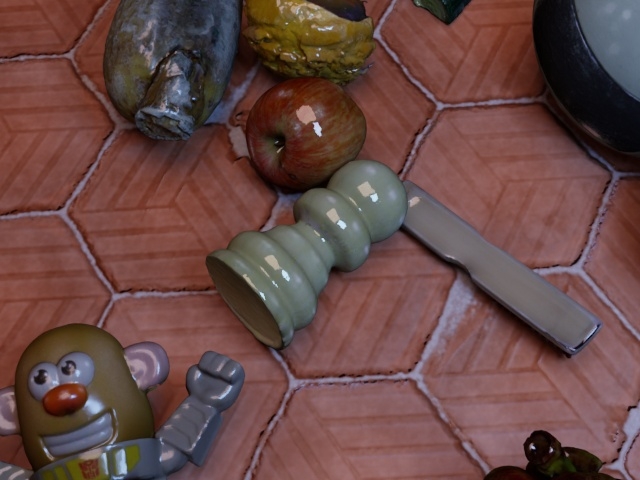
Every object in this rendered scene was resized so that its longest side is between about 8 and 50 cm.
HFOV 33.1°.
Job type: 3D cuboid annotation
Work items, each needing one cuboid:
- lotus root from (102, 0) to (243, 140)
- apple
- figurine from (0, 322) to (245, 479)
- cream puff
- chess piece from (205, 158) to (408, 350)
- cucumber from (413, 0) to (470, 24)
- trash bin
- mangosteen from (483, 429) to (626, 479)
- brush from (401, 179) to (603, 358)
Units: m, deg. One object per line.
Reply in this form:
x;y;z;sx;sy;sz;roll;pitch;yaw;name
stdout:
-0.190;-0.282;1.442;0.175;0.175;0.350;9;58;8;lotus root
-0.017;-0.138;1.371;0.146;0.146;0.131;40;48;20;apple
-0.250;0.228;1.175;0.342;0.167;0.285;-7;68;-25;figurine
-0.015;-0.273;1.440;0.189;0.129;0.189;13;20;-5;cream puff
0.000;0.000;1.305;0.251;0.144;0.144;-40;68;-20;chess piece
0.169;-0.385;1.533;0.116;0.062;0.115;33;65;16;cucumber
0.478;-0.295;1.356;0.432;0.280;0.280;-32;66;-16;trash bin
0.260;0.311;1.066;0.228;0.228;0.265;-20;95;-7;mangosteen
0.203;0.034;1.328;0.060;0.050;0.321;-43;61;-14;brush
